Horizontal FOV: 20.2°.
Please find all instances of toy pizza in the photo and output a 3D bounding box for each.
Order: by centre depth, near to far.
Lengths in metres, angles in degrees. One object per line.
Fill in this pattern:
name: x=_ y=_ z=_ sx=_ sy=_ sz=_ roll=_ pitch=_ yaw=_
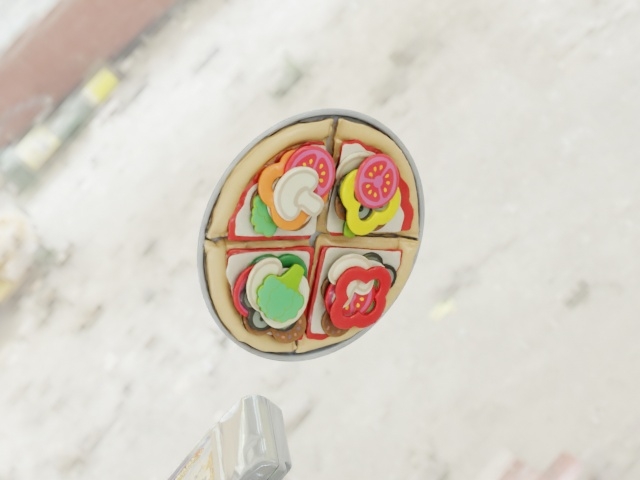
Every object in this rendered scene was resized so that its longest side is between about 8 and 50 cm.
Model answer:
toy pizza: x=0.000 y=0.000 z=1.357 sx=0.201 sy=0.201 sz=0.032 roll=-51 pitch=37 yaw=-7

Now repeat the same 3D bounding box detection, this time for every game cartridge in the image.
game cartridge: x=-0.145 y=0.317 z=2.039 sx=0.297 sy=0.062 sz=0.198 roll=-51 pitch=21 yaw=12
